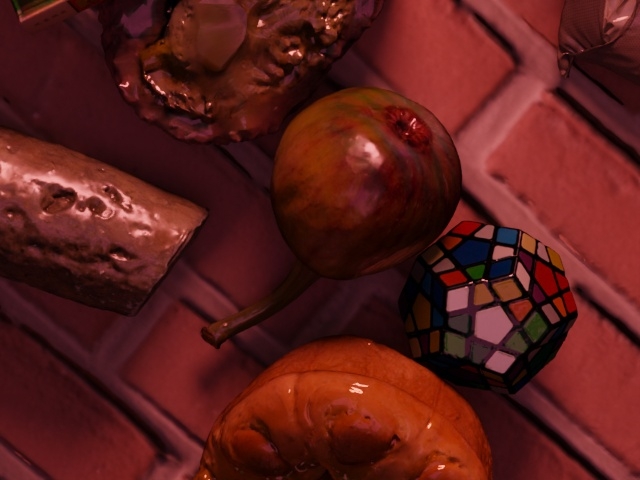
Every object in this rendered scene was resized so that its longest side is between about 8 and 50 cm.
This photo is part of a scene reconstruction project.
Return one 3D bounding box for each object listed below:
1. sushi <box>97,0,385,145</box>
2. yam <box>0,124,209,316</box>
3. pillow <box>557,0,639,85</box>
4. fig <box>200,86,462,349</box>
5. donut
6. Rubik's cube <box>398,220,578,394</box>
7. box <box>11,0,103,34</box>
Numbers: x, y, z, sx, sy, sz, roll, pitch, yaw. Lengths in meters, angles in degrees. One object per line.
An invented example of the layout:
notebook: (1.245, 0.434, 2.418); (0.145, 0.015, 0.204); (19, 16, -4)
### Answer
sushi: (-0.043, -0.150, 1.340); (0.241, 0.107, 0.161); (0, 105, 0)
yam: (-0.188, -0.012, 1.368); (0.194, 0.107, 0.107); (20, 101, -4)
pillow: (0.306, -0.154, 1.356); (0.255, 0.059, 0.169); (24, 98, -3)
fig: (0.000, 0.000, 1.366); (0.149, 0.149, 0.245); (35, 121, -6)
donut: (0.019, 0.177, 1.371); (0.227, 0.114, 0.226); (7, 122, 11)
Rubik's cube: (0.123, 0.050, 1.372); (0.133, 0.133, 0.112); (-18, 127, 4)
box: (-0.190, -0.275, 1.303); (0.132, 0.034, 0.235); (-25, 75, 5)
